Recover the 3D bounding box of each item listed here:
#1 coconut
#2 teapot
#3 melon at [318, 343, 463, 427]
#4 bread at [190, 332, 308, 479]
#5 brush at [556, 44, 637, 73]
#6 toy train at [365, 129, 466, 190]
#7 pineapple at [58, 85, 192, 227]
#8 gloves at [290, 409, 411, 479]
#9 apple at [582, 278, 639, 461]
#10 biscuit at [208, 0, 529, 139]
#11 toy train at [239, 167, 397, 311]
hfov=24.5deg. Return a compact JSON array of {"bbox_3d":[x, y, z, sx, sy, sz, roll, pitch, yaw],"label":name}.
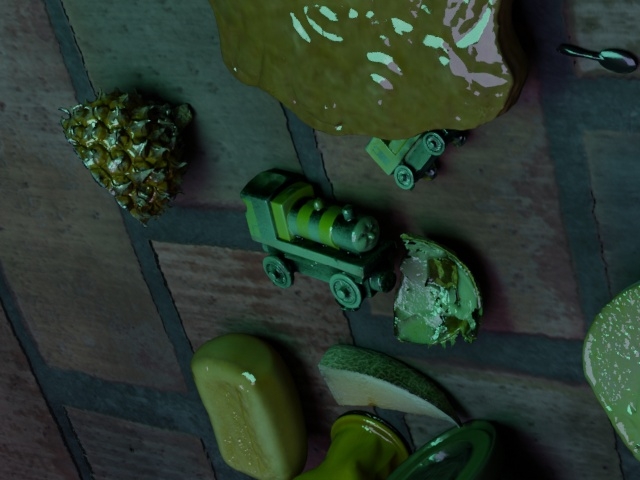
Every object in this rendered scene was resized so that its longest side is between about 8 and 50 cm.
[{"bbox_3d":[0.135,0.061,1.681,0.133,0.055,0.158,34,137,13],"label":"coconut"},{"bbox_3d":[0.215,0.415,1.816,0.337,0.200,0.270,50,142,-11],"label":"teapot"},{"bbox_3d":[0.089,0.185,1.829,0.182,0.054,0.098,7,132,33],"label":"melon"},{"bbox_3d":[-0.084,0.218,1.953,0.147,0.098,0.217,16,134,37],"label":"bread"},{"bbox_3d":[0.266,-0.176,1.417,0.083,0.008,0.024,17,134,28],"label":"brush"},{"bbox_3d":[0.103,-0.108,1.576,0.081,0.050,0.122,49,138,13],"label":"toy train"},{"bbox_3d":[-0.212,-0.121,1.773,0.176,0.137,0.161,53,-179,-19],"label":"pineapple"},{"bbox_3d":[-0.004,0.351,1.854,0.116,0.294,0.133,46,139,-4],"label":"gloves"},{"bbox_3d":[0.394,0.107,1.475,0.265,0.120,0.193,-24,93,44],"label":"apple"},{"bbox_3d":[0.020,-0.269,1.464,0.385,0.062,0.365,9,122,34],"label":"biscuit"},{"bbox_3d":[0.001,0.000,1.704,0.200,0.083,0.132,15,132,39],"label":"toy train"}]
